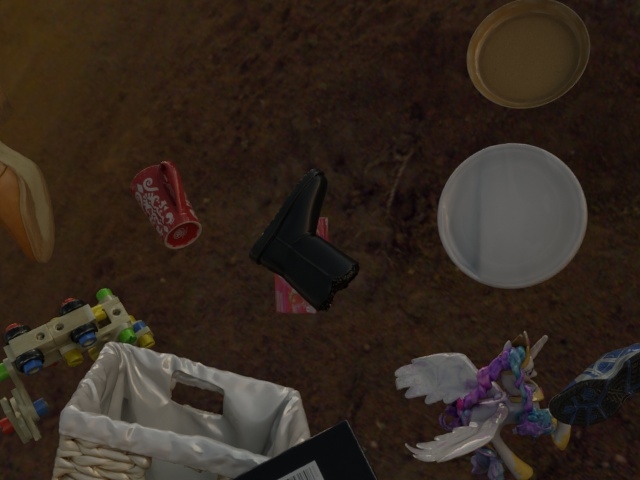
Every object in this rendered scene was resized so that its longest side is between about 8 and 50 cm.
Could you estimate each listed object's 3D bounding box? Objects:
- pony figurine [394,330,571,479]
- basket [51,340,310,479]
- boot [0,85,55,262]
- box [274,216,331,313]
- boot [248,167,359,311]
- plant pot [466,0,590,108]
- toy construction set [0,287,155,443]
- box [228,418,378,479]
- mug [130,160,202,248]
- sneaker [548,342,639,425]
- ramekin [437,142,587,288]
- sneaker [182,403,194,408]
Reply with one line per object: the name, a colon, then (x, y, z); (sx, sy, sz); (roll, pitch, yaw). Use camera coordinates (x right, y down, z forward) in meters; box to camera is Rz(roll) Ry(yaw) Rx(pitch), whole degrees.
pony figurine: (0.364, 0.372, 1.645); (0.350, 0.364, 0.303); (-24, 33, 9)
basket: (-0.205, 0.340, 1.087); (0.331, 0.328, 0.267); (-118, 45, -80)
boot: (-0.539, -0.086, 1.137); (0.211, 0.295, 0.104); (-10, 24, 3)
box: (-0.050, 0.066, 2.080); (0.122, 0.128, 0.257); (-1, 94, 21)
boot: (0.000, 0.000, 1.567); (0.207, 0.094, 0.247); (34, 83, 12)
plant pot: (0.411, -0.367, 1.505); (0.236, 0.032, 0.237); (-6, 74, 20)
toy construction set: (-0.467, 0.215, 1.399); (0.151, 0.215, 0.327); (40, 62, 16)
box: (-0.014, 0.281, 0.824); (0.155, 0.158, 0.093); (-26, 66, -4)
mug: (-0.344, -0.081, 1.684); (0.113, 0.150, 0.169); (-28, 62, -11)
sneaker: (0.490, 0.248, 1.305); (0.211, 0.080, 0.081); (-30, 7, 7)
ramekin: (0.368, -0.041, 1.432); (0.272, 0.127, 0.273); (-3, 84, 27)
sneaker: (-0.243, 0.462, 1.465); (0.122, 0.110, 0.283); (-25, 58, -27)
